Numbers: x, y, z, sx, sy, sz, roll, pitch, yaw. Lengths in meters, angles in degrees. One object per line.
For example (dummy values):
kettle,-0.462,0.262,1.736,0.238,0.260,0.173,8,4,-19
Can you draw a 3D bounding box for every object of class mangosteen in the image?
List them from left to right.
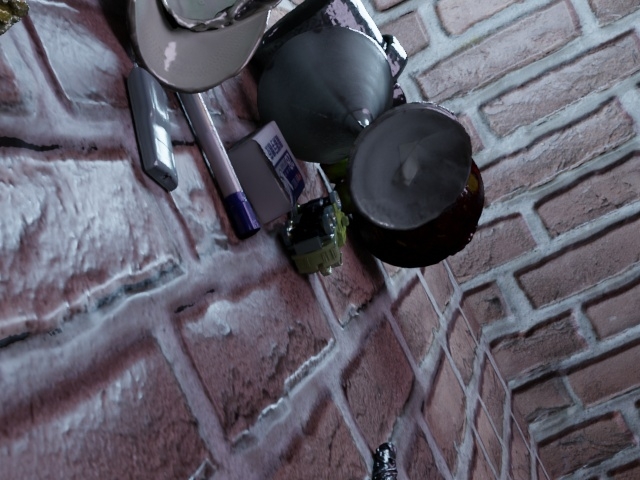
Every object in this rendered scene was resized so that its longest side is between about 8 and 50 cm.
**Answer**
mangosteen,0.183,-0.108,2.095,0.359,0.306,0.306,40,18,-10

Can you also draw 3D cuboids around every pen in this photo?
pen,-0.151,-0.129,1.363,0.269,0.033,0.033,66,13,8

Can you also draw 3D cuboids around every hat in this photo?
hat,-0.198,-0.330,1.374,0.257,0.168,0.302,29,55,-27

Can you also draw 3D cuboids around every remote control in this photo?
remote control,-0.202,-0.139,1.183,0.061,0.029,0.162,43,25,-55

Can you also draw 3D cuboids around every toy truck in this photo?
toy truck,0.000,0.000,1.600,0.191,0.085,0.116,-75,147,-70

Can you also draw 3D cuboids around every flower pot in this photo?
flower pot,0.026,-0.346,1.982,0.283,0.299,0.299,50,17,-19

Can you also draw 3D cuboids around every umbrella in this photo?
umbrella,0.096,0.346,1.419,0.144,0.040,0.037,-76,147,-69

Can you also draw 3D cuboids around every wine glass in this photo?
wine glass,0.071,-0.182,1.605,0.267,0.267,0.406,56,-1,-31

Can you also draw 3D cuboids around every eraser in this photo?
eraser,-0.081,-0.112,1.526,0.125,0.068,0.210,59,12,-11

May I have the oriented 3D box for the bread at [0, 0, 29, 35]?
bread,-0.311,-0.227,0.854,0.110,0.060,0.066,55,0,-37
